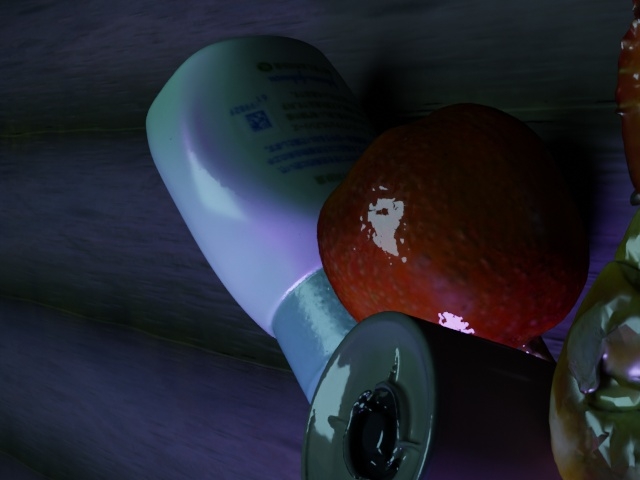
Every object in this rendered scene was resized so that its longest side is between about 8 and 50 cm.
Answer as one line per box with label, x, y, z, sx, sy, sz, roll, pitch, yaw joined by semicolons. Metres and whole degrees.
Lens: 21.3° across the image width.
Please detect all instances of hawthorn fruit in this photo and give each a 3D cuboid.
hawthorn fruit;0.108;0.017;1.226;0.225;0.196;0.196;53;141;20

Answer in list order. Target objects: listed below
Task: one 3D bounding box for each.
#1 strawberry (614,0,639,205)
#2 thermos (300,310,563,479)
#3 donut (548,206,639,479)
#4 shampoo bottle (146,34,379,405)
strawberry;0.249;-0.078;1.051;0.121;0.082;0.188;-34;49;37
thermos;0.136;0.156;1.052;0.146;0.265;0.176;-38;43;49
donut;0.272;0.090;0.857;0.360;0.170;0.360;10;102;52
shampoo bottle;0.000;0.000;1.416;0.151;0.222;0.349;-47;61;32
